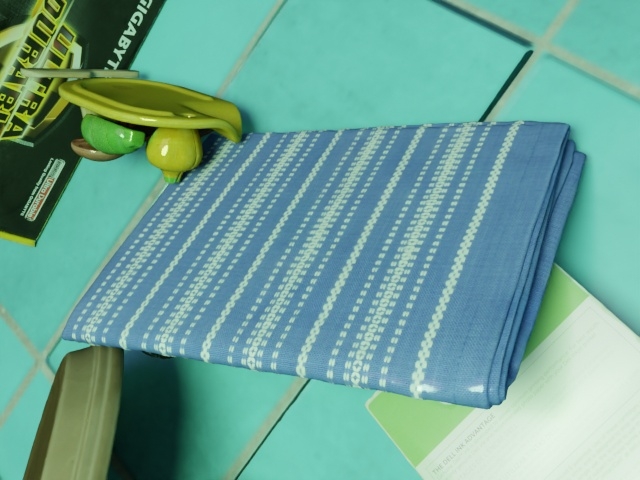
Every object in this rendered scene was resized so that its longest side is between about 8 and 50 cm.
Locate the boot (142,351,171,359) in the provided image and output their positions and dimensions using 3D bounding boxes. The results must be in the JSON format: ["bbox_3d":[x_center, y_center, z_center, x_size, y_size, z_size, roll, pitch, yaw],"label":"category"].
[{"bbox_3d":[-0.150,0.063,0.620,0.099,0.121,0.045,12,93,22],"label":"boot"}]

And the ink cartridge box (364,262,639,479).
[{"bbox_3d":[0.161,0.138,0.465,0.171,0.056,0.235,-48,55,10],"label":"ink cartridge box"}]

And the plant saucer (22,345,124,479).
[{"bbox_3d":[-0.208,0.206,0.564,0.278,0.041,0.278,-164,90,-70],"label":"plant saucer"}]

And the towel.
[{"bbox_3d":[0.000,0.000,0.535,0.335,0.040,0.243,3,45,31],"label":"towel"}]

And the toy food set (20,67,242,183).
[{"bbox_3d":[-0.165,-0.101,0.663,0.217,0.128,0.071,25,117,39],"label":"toy food set"}]

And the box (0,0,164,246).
[{"bbox_3d":[-0.312,-0.174,0.691,0.079,0.257,0.322,30,92,32],"label":"box"}]
